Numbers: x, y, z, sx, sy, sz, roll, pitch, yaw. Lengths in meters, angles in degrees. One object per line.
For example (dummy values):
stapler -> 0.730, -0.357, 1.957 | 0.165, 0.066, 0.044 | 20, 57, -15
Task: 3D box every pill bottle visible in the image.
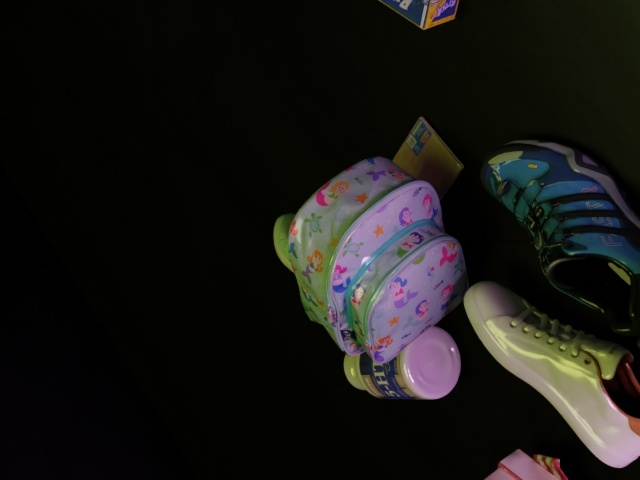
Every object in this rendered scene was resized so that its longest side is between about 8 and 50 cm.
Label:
pill bottle -> 0.122, 0.195, 1.337 | 0.186, 0.112, 0.112 | -17, 96, 57

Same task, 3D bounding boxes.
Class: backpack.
backpack -> 0.077, 0.024, 1.147 | 0.191, 0.225, 0.254 | 37, 156, 42

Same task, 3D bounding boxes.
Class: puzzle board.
puzzle board -> 0.148, -0.102, 1.203 | 0.096, 0.011, 0.128 | 55, 145, 18

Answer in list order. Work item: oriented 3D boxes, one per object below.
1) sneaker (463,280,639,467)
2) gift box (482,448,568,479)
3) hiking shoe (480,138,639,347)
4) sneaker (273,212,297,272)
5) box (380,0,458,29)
sneaker -> 0.313, 0.136, 1.056 | 0.290, 0.106, 0.123 | 45, 133, 16
gift box -> 0.290, 0.454, 1.129 | 0.255, 0.258, 0.276 | 37, 137, 36
hiking shoe -> 0.285, -0.014, 0.952 | 0.304, 0.132, 0.113 | 41, 140, 33
sneaker -> 0.001, 0.000, 1.380 | 0.256, 0.094, 0.151 | -122, 34, -43
box -> 0.099, -0.335, 1.076 | 0.169, 0.059, 0.054 | 43, 143, 32
